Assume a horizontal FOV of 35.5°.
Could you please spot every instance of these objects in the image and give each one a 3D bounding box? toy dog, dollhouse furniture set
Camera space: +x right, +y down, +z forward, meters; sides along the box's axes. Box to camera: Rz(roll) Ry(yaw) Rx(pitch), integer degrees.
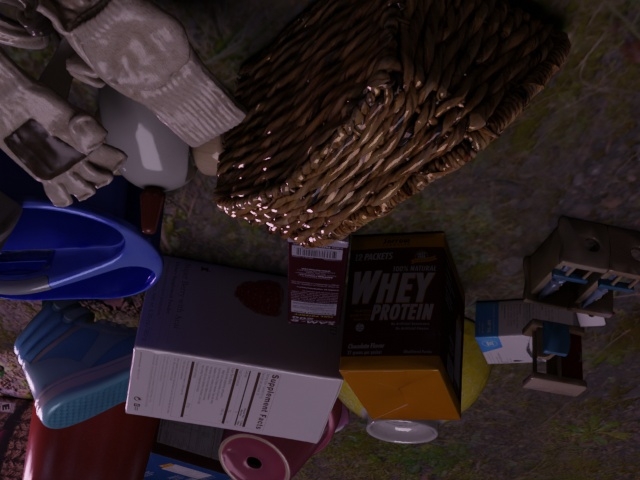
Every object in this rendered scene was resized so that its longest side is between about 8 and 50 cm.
[{"bbox_3d":[-0.201,-0.129,1.001,0.220,0.161,0.333,-13,146,31],"label":"toy dog"},{"bbox_3d":[0.341,0.090,1.268,0.128,0.184,0.129,11,151,-8],"label":"dollhouse furniture set"}]

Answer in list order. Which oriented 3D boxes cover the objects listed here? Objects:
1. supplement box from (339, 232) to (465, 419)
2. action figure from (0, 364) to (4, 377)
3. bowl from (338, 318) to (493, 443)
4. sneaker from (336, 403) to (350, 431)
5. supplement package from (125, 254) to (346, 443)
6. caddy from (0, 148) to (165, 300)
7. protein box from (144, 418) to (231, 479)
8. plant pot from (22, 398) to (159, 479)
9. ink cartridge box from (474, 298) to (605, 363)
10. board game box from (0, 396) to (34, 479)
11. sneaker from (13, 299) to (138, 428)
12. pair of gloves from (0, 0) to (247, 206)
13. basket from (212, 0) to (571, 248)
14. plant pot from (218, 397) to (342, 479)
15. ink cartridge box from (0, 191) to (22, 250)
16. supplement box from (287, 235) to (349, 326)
[{"bbox_3d":[0.117,0.121,1.360,0.129,0.194,0.191,-3,151,16],"label":"supplement box"},{"bbox_3d":[-0.695,0.226,1.829,0.232,0.137,0.063,14,139,-31],"label":"action figure"},{"bbox_3d":[0.136,0.235,1.610,0.289,0.156,0.289,5,151,3],"label":"bowl"},{"bbox_3d":[-0.051,0.323,1.890,0.236,0.095,0.104,0,158,21],"label":"sneaker"},{"bbox_3d":[-0.122,0.160,1.470,0.292,0.178,0.175,10,136,-8],"label":"supplement package"},{"bbox_3d":[-0.352,-0.015,1.226,0.341,0.179,0.241,-2,150,16],"label":"caddy"},{"bbox_3d":[-0.303,0.409,2.041,0.201,0.136,0.199,26,146,-32],"label":"protein box"},{"bbox_3d":[-0.409,0.340,1.800,0.272,0.265,0.272,4,152,2],"label":"plant pot"},{"bbox_3d":[0.327,0.135,1.483,0.180,0.060,0.104,-5,149,20],"label":"ink cartridge box"},{"bbox_3d":[-0.560,0.477,2.119,0.290,0.232,0.141,6,152,-2],"label":"board game box"},{"bbox_3d":[-0.339,0.153,1.611,0.319,0.208,0.127,-17,147,-37],"label":"sneaker"},{"bbox_3d":[-0.211,-0.133,0.891,0.240,0.042,0.204,-19,130,25],"label":"pair of gloves"},{"bbox_3d":[0.065,-0.097,0.949,0.223,0.214,0.299,24,147,-28],"label":"basket"},{"bbox_3d":[-0.081,0.321,1.710,0.201,0.180,0.201,9,123,15],"label":"plant pot"},{"bbox_3d":[-0.564,-0.021,1.101,0.385,0.091,0.308,35,118,-8],"label":"ink cartridge box"},{"bbox_3d":[0.000,0.000,1.230,0.073,0.130,0.239,6,153,1],"label":"supplement box"}]
